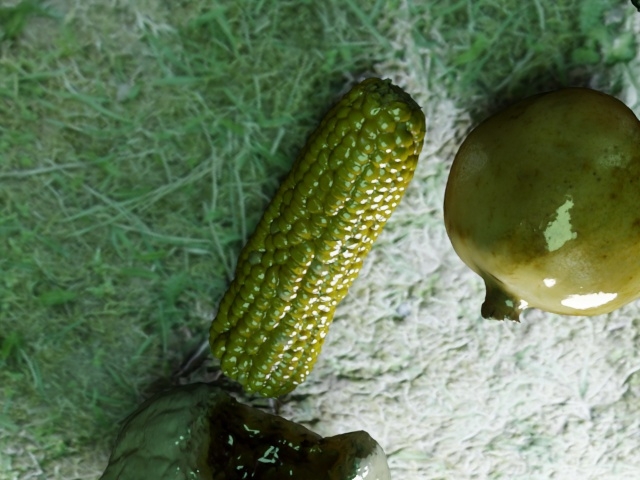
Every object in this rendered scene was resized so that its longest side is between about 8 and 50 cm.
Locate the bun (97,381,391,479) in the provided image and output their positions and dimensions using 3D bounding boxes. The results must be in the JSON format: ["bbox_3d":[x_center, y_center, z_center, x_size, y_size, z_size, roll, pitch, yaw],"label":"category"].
[{"bbox_3d":[-0.081,0.267,1.193,0.281,0.205,0.282,13,140,11],"label":"bun"}]

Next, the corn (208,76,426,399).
[{"bbox_3d":[-0.004,-0.002,1.105,0.102,0.102,0.313,21,116,-13],"label":"corn"}]

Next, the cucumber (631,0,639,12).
[{"bbox_3d":[0.235,-0.217,0.990,0.067,0.067,0.245,-38,118,21],"label":"cucumber"}]

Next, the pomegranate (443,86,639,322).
[{"bbox_3d":[0.184,-0.017,1.047,0.196,0.196,0.196,0,123,0],"label":"pomegranate"}]
